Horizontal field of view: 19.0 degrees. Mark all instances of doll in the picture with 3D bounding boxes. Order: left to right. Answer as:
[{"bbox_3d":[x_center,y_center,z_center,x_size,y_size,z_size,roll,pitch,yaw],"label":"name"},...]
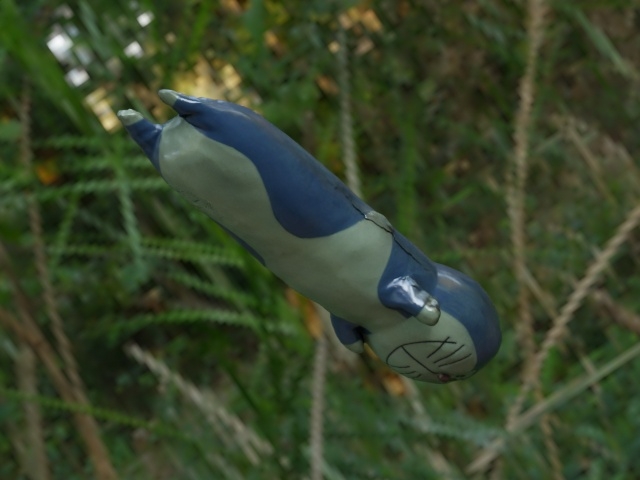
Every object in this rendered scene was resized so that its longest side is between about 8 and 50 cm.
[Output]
[{"bbox_3d":[0.000,0.000,0.489,0.037,0.125,0.027,-22,41,43],"label":"doll"}]
